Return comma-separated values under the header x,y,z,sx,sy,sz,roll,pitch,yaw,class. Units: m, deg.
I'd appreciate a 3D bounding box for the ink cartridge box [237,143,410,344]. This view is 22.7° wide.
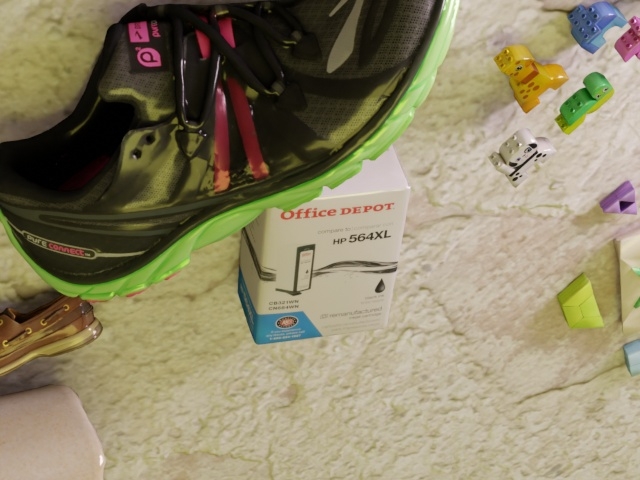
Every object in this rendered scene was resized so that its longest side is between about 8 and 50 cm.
x,y,z,sx,sy,sz,roll,pitch,yaw,class
0.000,0.000,1.612,0.148,0.086,0.203,-6,135,-13,ink cartridge box

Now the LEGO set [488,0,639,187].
x,y,z,sx,sy,sz,roll,pitch,yaw,class
0.227,-0.162,1.530,0.227,0.087,0.093,-43,147,22,LEGO set

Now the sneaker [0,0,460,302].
x,y,z,sx,sy,sz,roll,pitch,yaw,class
-0.087,-0.127,1.392,0.483,0.185,0.202,-35,129,8,sneaker

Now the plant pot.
x,y,z,sx,sy,sz,roll,pitch,yaw,class
-0.370,0.296,1.640,0.305,0.334,0.334,-18,137,-19,plant pot

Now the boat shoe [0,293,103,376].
x,y,z,sx,sy,sz,roll,pitch,yaw,class
-0.314,0.097,1.623,0.178,0.064,0.060,-20,105,-2,boat shoe

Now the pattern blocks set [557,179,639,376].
x,y,z,sx,sy,sz,roll,pitch,yaw,class
0.411,0.031,1.830,0.285,0.026,0.325,-27,136,8,pattern blocks set
